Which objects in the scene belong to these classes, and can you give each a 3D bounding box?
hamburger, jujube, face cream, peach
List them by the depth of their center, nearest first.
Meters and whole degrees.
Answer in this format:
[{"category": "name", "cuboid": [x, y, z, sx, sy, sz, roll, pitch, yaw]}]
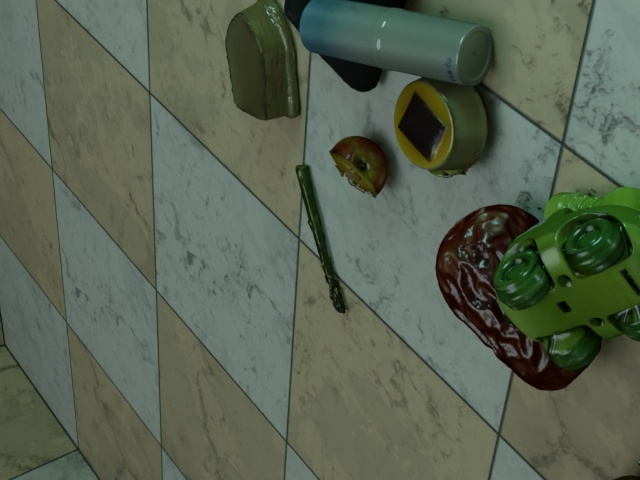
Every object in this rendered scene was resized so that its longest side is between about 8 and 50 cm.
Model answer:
[{"category": "jujube", "cuboid": [0.239, 0.068, 1.523, 0.230, 0.155, 0.155, 51, 148, 14]}, {"category": "face cream", "cuboid": [0.089, -0.247, 1.570, 0.250, 0.077, 0.077, 19, 126, 37]}, {"category": "hamburger", "cuboid": [0.152, -0.142, 1.591, 0.126, 0.081, 0.141, 36, 127, 41]}, {"category": "peach", "cuboid": [0.061, -0.109, 1.793, 0.098, 0.061, 0.098, 44, 173, 7]}]

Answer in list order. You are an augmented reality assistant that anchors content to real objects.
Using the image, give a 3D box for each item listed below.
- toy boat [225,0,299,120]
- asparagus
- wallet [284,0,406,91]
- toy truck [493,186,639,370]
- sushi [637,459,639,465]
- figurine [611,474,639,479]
[{"category": "toy boat", "cuboid": [-0.091, -0.276, 1.937, 0.116, 0.061, 0.188, 31, 135, 49]}, {"category": "asparagus", "cuboid": [0.000, 0.000, 2.014, 0.024, 0.025, 0.248, -11, 103, 18]}, {"category": "wallet", "cuboid": [0.053, -0.377, 1.629, 0.197, 0.051, 0.377, 52, 147, 23]}, {"category": "toy truck", "cuboid": [0.297, 0.016, 1.370, 0.187, 0.210, 0.148, -15, 124, 50]}, {"category": "sushi", "cuboid": [0.410, 0.121, 1.281, 0.130, 0.124, 0.332, 34, 137, 31]}, {"category": "figurine", "cuboid": [0.380, 0.399, 1.476, 0.192, 0.167, 0.257, -39, 70, 33]}]
